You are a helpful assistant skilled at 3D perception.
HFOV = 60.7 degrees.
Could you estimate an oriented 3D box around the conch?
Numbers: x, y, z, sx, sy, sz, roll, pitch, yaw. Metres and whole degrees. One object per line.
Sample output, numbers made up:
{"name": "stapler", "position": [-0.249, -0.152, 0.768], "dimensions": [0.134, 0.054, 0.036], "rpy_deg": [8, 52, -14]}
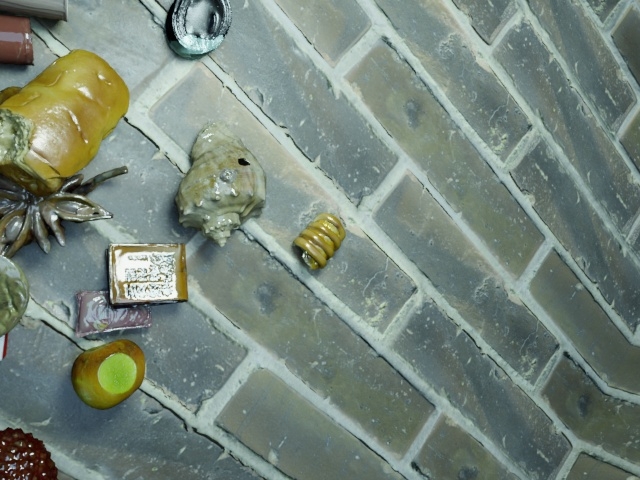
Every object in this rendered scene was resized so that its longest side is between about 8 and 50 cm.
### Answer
{"name": "conch", "position": [-0.233, -0.146, 1.407], "dimensions": [0.263, 0.186, 0.324], "rpy_deg": [4, 93, -48]}

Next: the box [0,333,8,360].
{"name": "box", "position": [-0.815, 0.200, 1.196], "dimensions": [0.229, 0.050, 0.123], "rpy_deg": [7, 88, -26]}

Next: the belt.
{"name": "belt", "position": [-0.310, -0.557, 1.395], "dimensions": [0.151, 0.078, 0.198], "rpy_deg": [30, 77, -29]}

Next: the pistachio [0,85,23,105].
{"name": "pistachio", "position": [-0.684, -0.275, 1.209], "dimensions": [0.089, 0.049, 0.173], "rpy_deg": [-11, 71, -9]}

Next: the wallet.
{"name": "wallet", "position": [-0.429, 0.085, 1.361], "dimensions": [0.195, 0.042, 0.161], "rpy_deg": [0, 75, -26]}

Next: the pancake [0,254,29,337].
{"name": "pancake", "position": [-0.754, 0.115, 1.160], "dimensions": [0.241, 0.050, 0.242], "rpy_deg": [-3, 100, -19]}

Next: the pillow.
{"name": "pillow", "position": [-0.510, 0.172, 1.350], "dimensions": [0.185, 0.043, 0.118], "rpy_deg": [-3, 87, -29]}

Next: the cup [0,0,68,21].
{"name": "cup", "position": [-0.667, -0.624, 1.145], "dimensions": [0.273, 0.208, 0.288], "rpy_deg": [-2, 94, -25]}

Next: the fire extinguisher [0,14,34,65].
{"name": "fire extinguisher", "position": [-0.797, -0.451, 1.154], "dimensions": [0.337, 0.106, 0.147], "rpy_deg": [-4, 69, -26]}

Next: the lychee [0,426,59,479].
{"name": "lychee", "position": [-0.700, 0.549, 1.156], "dimensions": [0.264, 0.264, 0.300], "rpy_deg": [34, 95, -23]}

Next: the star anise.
{"name": "star anise", "position": [-0.633, -0.092, 1.240], "dimensions": [0.292, 0.109, 0.349], "rpy_deg": [38, 73, -16]}

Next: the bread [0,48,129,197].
{"name": "bread", "position": [-0.556, -0.262, 1.177], "dimensions": [0.195, 0.149, 0.344], "rpy_deg": [40, 45, -25]}

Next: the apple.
{"name": "apple", "position": [-0.503, 0.320, 1.302], "dimensions": [0.163, 0.146, 0.147], "rpy_deg": [-20, 94, -39]}

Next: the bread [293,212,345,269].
{"name": "bread", "position": [0.000, 0.000, 1.572], "dimensions": [0.119, 0.084, 0.177], "rpy_deg": [46, 69, -21]}
